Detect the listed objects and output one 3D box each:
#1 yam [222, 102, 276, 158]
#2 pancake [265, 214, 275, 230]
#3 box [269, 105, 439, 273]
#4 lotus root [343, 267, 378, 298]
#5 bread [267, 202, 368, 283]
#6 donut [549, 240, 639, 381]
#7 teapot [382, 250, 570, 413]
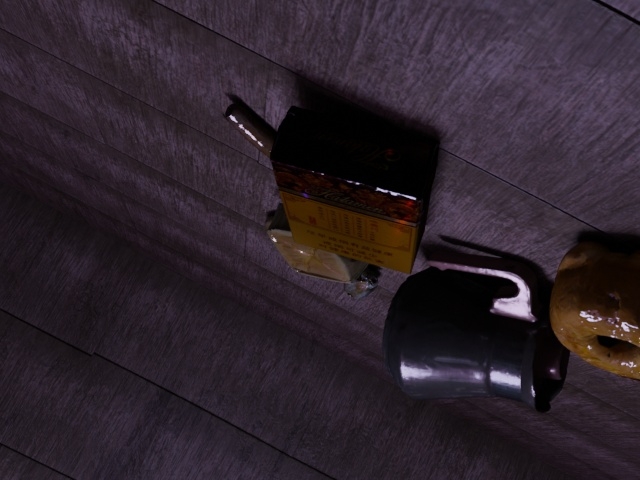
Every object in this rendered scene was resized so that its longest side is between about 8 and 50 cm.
[{"bbox_3d":[-0.095,-0.184,1.648,0.046,0.046,0.264,11,157,47],"label":"yam"},{"bbox_3d":[-0.029,0.008,2.176,0.283,0.049,0.282,24,162,8],"label":"pancake"},{"bbox_3d":[0.066,-0.078,1.522,0.264,0.115,0.415,16,162,11],"label":"box"},{"bbox_3d":[0.110,0.108,2.208,0.088,0.088,0.165,29,161,-5],"label":"lotus root"},{"bbox_3d":[-0.001,-0.001,1.950,0.210,0.109,0.192,7,146,41],"label":"bread"},{"bbox_3d":[0.530,0.128,1.418,0.317,0.150,0.299,35,160,-28],"label":"donut"},{"bbox_3d":[0.338,0.188,1.775,0.362,0.305,0.376,9,129,29],"label":"teapot"}]
